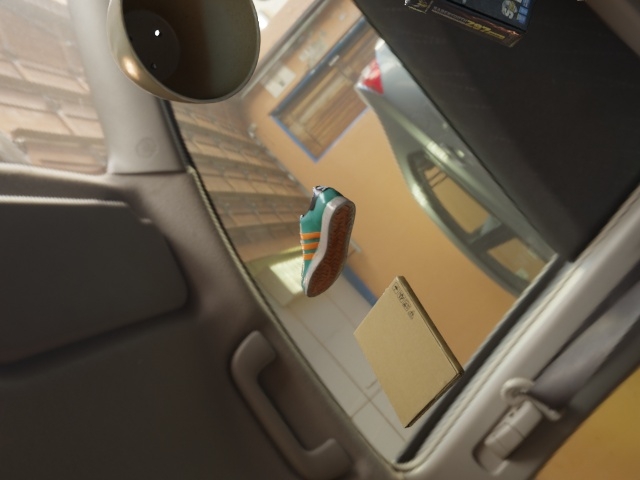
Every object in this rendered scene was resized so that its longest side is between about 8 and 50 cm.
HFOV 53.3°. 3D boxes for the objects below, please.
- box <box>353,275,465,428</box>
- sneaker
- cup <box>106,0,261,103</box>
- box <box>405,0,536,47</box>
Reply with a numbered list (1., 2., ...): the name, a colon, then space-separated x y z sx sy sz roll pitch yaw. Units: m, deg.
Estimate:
1. box: 0.141 0.188 1.082 0.021 0.164 0.201 0 -134 -36
2. sneaker: 0.000 0.000 1.608 0.108 0.302 0.121 -9 -141 -37
3. cup: -0.333 -0.451 1.399 0.237 0.331 0.331 1 152 48
4. box: 0.250 -0.436 0.967 0.183 0.232 0.059 20 170 -5
